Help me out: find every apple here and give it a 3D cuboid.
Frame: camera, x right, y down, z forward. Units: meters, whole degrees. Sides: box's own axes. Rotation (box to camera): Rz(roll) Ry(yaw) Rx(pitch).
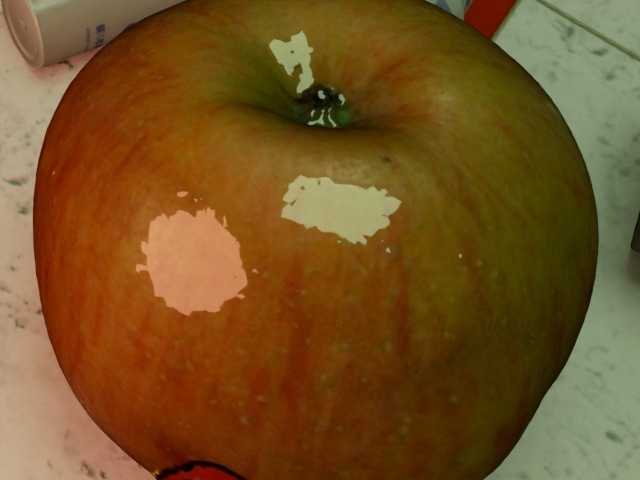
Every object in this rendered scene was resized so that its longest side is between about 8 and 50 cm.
[{"bbox_3d":[0.000,0.000,1.291,0.400,0.333,0.400,6,61,-11],"label":"apple"}]

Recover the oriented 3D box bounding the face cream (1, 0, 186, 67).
[{"bbox_3d":[-0.133,-0.216,1.532,0.250,0.077,0.077,-24,69,-23],"label":"face cream"}]

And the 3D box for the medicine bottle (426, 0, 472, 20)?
[{"bbox_3d":[0.054,-0.171,1.538,0.103,0.103,0.187,32,58,5],"label":"medicine bottle"}]

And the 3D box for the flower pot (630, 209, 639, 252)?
[{"bbox_3d":[0.389,-0.041,1.470,0.259,0.290,0.290,16,58,8],"label":"flower pot"}]
